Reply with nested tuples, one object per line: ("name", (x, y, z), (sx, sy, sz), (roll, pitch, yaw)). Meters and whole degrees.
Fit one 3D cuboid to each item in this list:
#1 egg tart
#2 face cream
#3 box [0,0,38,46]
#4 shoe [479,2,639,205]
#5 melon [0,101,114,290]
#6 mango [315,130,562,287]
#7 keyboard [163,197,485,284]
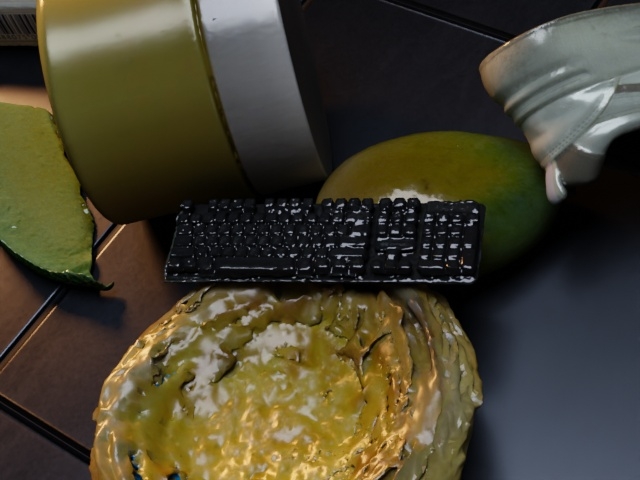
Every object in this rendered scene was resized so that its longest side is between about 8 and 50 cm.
("egg tart", (-0.021, 0.138, 0.835), (0.290, 0.107, 0.291), (-8, 49, 10))
("face cream", (-0.102, -0.135, 0.970), (0.179, 0.218, 0.218), (-12, 54, 6))
("box", (-0.336, -0.273, 1.215), (0.259, 0.071, 0.168), (3, 57, 14))
("shoe", (0.280, -0.096, 0.914), (0.316, 0.124, 0.159), (-9, 78, -13))
("melon", (-0.249, -0.039, 1.060), (0.114, 0.053, 0.262), (-22, 55, -25))
("mango", (0.093, -0.027, 0.934), (0.194, 0.092, 0.130), (-16, 51, -9))
("keyboard", (0.000, -0.001, 0.865), (0.231, 0.023, 0.072), (0, 50, 16))
